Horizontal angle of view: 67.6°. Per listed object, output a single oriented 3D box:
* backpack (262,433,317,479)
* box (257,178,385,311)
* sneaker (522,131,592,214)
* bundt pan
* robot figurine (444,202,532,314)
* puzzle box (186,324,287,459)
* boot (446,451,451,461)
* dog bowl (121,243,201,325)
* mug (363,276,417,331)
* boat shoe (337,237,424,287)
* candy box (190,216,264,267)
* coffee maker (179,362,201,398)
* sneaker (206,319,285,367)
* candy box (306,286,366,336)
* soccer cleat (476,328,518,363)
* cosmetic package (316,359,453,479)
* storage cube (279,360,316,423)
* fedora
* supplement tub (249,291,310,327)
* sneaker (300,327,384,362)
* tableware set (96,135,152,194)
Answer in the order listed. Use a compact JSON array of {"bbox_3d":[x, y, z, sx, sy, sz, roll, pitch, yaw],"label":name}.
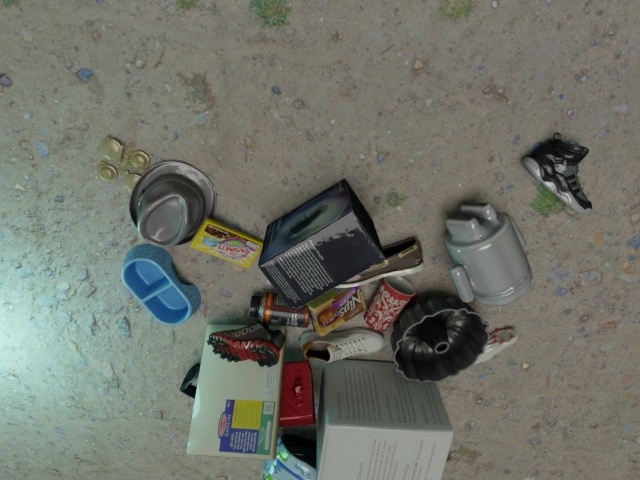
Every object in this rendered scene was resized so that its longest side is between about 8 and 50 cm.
[{"bbox_3d":[-0.035,0.868,1.761,0.273,0.290,0.355,-45,102,-2],"label":"backpack"},{"bbox_3d":[0.000,0.000,1.365,0.294,0.296,0.182,-30,111,11],"label":"box"},{"bbox_3d":[0.734,-0.195,1.395,0.269,0.101,0.153,36,111,-13],"label":"sneaker"},{"bbox_3d":[0.380,0.315,1.584,0.332,0.124,0.330,-6,122,-9],"label":"bundt pan"},{"bbox_3d":[0.511,0.053,1.449,0.300,0.200,0.353,-37,112,-17],"label":"robot figurine"},{"bbox_3d":[-0.259,0.473,1.524,0.273,0.408,0.052,0,154,9],"label":"puzzle box"},{"bbox_3d":[0.465,0.834,1.887,0.087,0.042,0.118,-24,114,2],"label":"boot"},{"bbox_3d":[-0.518,0.153,1.543,0.166,0.074,0.297,-29,111,11],"label":"dog bowl"},{"bbox_3d":[0.235,0.214,1.567,0.151,0.113,0.169,24,115,-9],"label":"mug"},{"bbox_3d":[0.162,0.071,1.501,0.325,0.116,0.096,-12,109,0],"label":"boat shoe"},{"bbox_3d":[-0.285,0.011,1.478,0.206,0.027,0.105,24,115,-30],"label":"candy box"},{"bbox_3d":[-0.400,0.531,1.688,0.178,0.120,0.171,37,109,-15],"label":"coffee maker"},{"bbox_3d":[-0.229,0.317,1.514,0.276,0.135,0.097,1,124,29],"label":"sneaker"},{"bbox_3d":[0.053,0.215,1.545,0.187,0.053,0.109,-26,116,-25],"label":"candy box"},{"bbox_3d":[0.601,0.371,1.671,0.196,0.068,0.076,-30,126,13],"label":"soccer cleat"},{"bbox_3d":[0.193,0.639,1.634,0.395,0.329,0.326,5,114,-2],"label":"cosmetic package"},{"bbox_3d":[-0.122,0.524,1.619,0.194,0.183,0.215,-6,152,2],"label":"storage cube"},{"bbox_3d":[-0.444,-0.085,1.406,0.244,0.124,0.275,36,108,-21],"label":"fedora"},{"bbox_3d":[-0.131,0.225,1.565,0.198,0.106,0.105,8,114,-4],"label":"supplement tub"},{"bbox_3d":[0.078,0.372,1.627,0.291,0.123,0.105,-3,112,-1],"label":"sneaker"},{"bbox_3d":[-0.579,-0.218,1.406,0.169,0.020,0.141,22,114,-13],"label":"tableware set"}]
